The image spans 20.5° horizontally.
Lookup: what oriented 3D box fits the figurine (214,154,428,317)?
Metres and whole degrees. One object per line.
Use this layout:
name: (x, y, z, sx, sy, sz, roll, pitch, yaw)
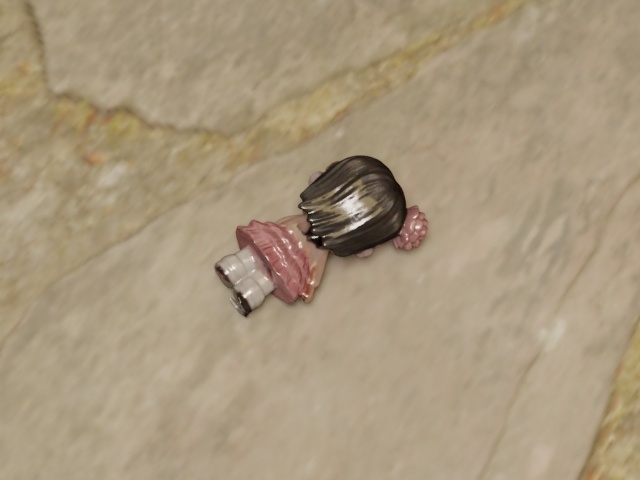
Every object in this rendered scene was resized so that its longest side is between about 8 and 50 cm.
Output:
figurine: (0.000, 0.000, 1.073, 0.129, 0.054, 0.072, -34, 81, -16)
